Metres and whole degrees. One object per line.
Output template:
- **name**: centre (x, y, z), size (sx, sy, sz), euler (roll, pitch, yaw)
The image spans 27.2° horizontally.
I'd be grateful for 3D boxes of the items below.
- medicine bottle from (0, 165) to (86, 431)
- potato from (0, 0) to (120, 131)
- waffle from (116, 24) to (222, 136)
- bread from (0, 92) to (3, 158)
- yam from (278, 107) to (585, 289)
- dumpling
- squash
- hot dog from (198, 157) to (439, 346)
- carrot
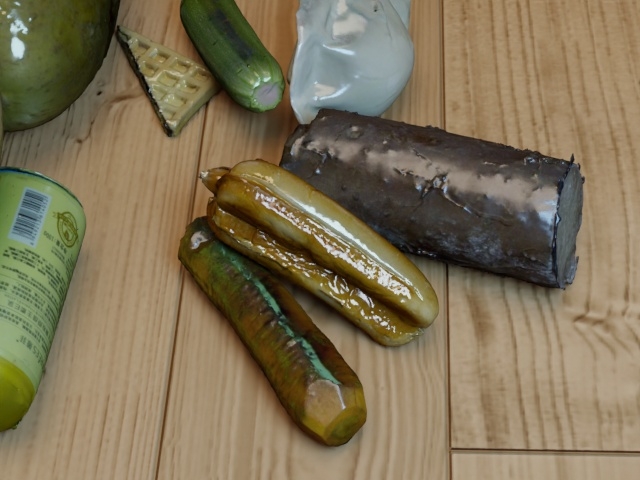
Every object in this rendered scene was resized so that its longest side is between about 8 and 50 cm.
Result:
- **medicine bottle**: centre (-0.290, 0.058, 1.174), size (0.124, 0.124, 0.239), euler (5, 53, 7)
- **potato**: centre (-0.314, -0.279, 1.370), size (0.219, 0.270, 0.359), euler (-1, 76, 7)
- **waffle**: centre (-0.187, -0.173, 1.409), size (0.153, 0.023, 0.097), euler (29, 58, 21)
- **bread**: centre (-0.445, -0.061, 1.127), size (0.376, 0.253, 0.348), euler (-4, 54, 44)
- **yam**: centre (0.107, -0.045, 1.229), size (0.280, 0.131, 0.131), euler (15, 54, 16)
- **dumpling**: centre (0.023, -0.200, 1.343), size (0.124, 0.151, 0.229), euler (-2, 48, 36)
- **squash**: centre (-0.096, -0.206, 1.383), size (0.066, 0.066, 0.229), euler (-20, 41, -12)
- **hot dog**: centre (0.000, 0.000, 1.183), size (0.249, 0.102, 0.076), euler (33, 51, 0)
- **carrot**: centre (-0.048, 0.076, 1.181), size (0.070, 0.070, 0.260), euler (-29, 55, -18)
